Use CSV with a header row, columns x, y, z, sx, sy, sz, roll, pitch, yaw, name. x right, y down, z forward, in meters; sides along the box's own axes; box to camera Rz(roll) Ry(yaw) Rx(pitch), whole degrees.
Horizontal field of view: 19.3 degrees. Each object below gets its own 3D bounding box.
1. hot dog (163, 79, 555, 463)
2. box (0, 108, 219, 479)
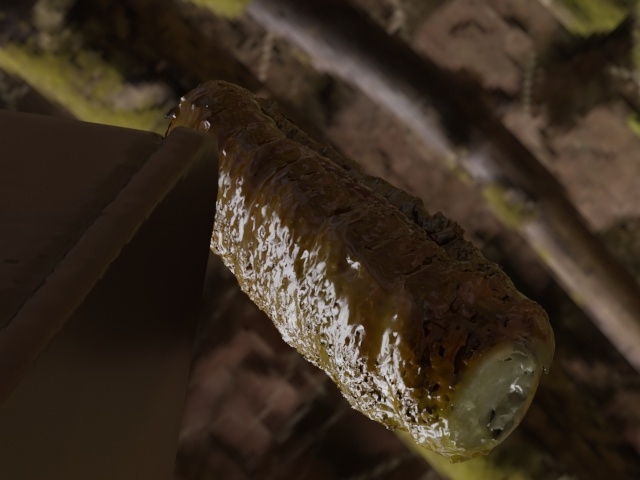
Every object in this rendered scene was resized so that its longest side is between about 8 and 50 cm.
x,y,z,sx,sy,sz,roll,pitch,yaw,name
-0.001,0.001,0.807,0.068,0.083,0.289,31,-175,-36,hot dog
-0.177,0.098,0.452,0.229,0.239,0.339,12,-160,3,box
